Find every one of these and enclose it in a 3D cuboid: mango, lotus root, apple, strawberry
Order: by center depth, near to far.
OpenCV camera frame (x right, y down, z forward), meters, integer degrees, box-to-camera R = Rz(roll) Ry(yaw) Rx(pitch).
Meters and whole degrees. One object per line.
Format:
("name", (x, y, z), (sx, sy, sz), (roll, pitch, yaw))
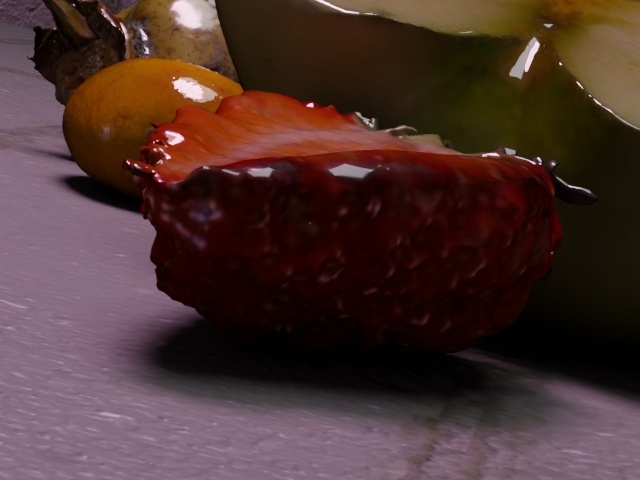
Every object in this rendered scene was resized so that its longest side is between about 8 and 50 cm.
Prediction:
("strawberry", (0.012, 0.004, 0.790), (0.174, 0.098, 0.228), (13, 10, 13))
("apple", (0.141, -0.110, 1.029), (0.312, 0.320, 0.360), (-22, 12, 31))
("mango", (-0.101, -0.068, 1.191), (0.115, 0.089, 0.165), (8, 5, -43))
("lotus root", (-0.093, -0.115, 1.388), (0.154, 0.154, 0.278), (18, 8, 38))
